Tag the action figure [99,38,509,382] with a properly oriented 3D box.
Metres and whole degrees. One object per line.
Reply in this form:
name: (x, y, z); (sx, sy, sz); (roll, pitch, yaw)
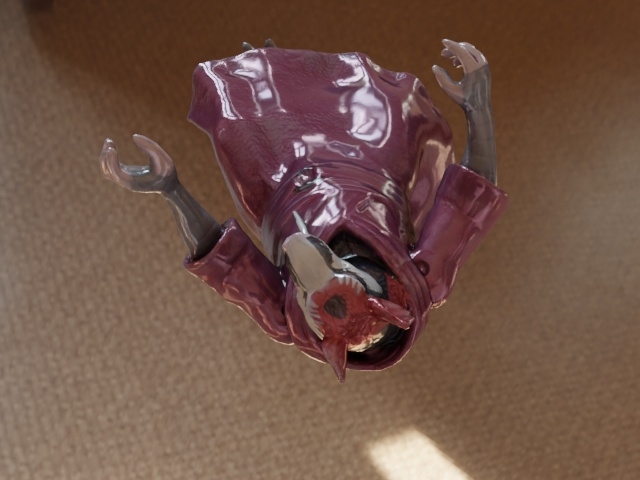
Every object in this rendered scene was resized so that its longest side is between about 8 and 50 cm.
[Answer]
action figure: (0.000, 0.000, 0.919); (0.248, 0.276, 0.370); (-8, 31, 0)
